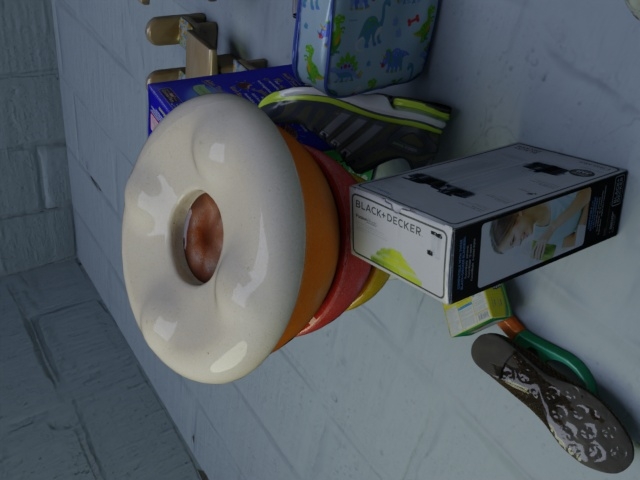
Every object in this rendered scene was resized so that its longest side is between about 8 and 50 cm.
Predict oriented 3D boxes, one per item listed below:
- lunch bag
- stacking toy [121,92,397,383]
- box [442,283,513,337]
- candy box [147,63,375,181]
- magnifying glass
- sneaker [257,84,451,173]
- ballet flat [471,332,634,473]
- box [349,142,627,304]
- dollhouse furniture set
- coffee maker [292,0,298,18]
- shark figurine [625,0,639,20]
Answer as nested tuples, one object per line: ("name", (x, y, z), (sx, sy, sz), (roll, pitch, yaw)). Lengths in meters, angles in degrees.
("lunch bag", (0.066, -0.302, 0.912), (0.090, 0.219, 0.176), (35, 133, 37))
("stacking toy", (0.000, 0.000, 0.932), (0.350, 0.480, 0.351), (-1, 88, 46))
("box", (0.216, 0.044, 0.979), (0.105, 0.043, 0.179), (-43, 54, 56))
("candy box", (-0.098, -0.178, 1.134), (0.268, 0.317, 0.122), (50, 143, 34))
("magnifying glass", (0.301, 0.155, 0.944), (0.231, 0.026, 0.092), (53, 144, 30))
("sneaker", (0.040, -0.165, 0.994), (0.300, 0.111, 0.121), (11, 99, 19))
("ballet flat", (0.312, 0.213, 0.893), (0.250, 0.058, 0.084), (38, 99, 34))
("box", (0.195, -0.034, 0.768), (0.169, 0.290, 0.087), (28, 126, 48))
("dollhouse furniture set", (-0.283, -0.398, 1.378), (0.362, 0.256, 0.394), (45, 139, 38))
("coffee maker", (0.021, -0.440, 1.013), (0.171, 0.120, 0.178), (12, 115, 54))
("shark figurine", (0.348, -0.333, 0.579), (0.166, 0.116, 0.278), (37, 155, -6))
